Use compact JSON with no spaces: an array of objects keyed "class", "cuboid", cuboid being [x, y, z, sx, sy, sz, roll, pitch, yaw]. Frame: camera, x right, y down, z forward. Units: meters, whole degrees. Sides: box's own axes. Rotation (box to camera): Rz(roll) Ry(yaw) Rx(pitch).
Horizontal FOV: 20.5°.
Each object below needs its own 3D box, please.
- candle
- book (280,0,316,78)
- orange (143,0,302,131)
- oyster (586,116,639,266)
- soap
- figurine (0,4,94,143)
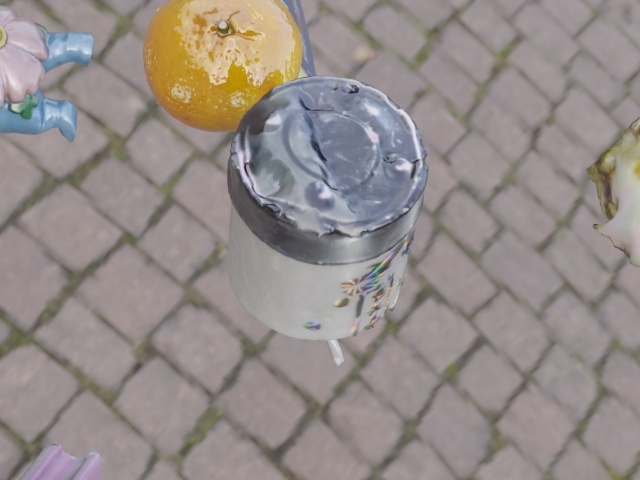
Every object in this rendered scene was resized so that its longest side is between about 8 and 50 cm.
[{"class":"candle","cuboid":[0.000,0.000,1.702,0.187,0.330,0.187,2,56,-4]},{"class":"book","cuboid":[-0.139,-0.417,2.292,0.428,0.039,0.300,49,19,-41]},{"class":"orange","cuboid":[-0.108,-0.205,1.947,0.177,0.155,0.178,7,48,-7]},{"class":"oyster","cuboid":[0.209,-0.028,0.798,0.072,0.209,0.133,4,58,-39]},{"class":"soap","cuboid":[-0.271,0.288,1.698,0.065,0.122,0.203,12,17,6]},{"class":"figurine","cuboid":[-0.228,-0.098,1.028,0.178,0.144,0.114,9,87,-14]}]
